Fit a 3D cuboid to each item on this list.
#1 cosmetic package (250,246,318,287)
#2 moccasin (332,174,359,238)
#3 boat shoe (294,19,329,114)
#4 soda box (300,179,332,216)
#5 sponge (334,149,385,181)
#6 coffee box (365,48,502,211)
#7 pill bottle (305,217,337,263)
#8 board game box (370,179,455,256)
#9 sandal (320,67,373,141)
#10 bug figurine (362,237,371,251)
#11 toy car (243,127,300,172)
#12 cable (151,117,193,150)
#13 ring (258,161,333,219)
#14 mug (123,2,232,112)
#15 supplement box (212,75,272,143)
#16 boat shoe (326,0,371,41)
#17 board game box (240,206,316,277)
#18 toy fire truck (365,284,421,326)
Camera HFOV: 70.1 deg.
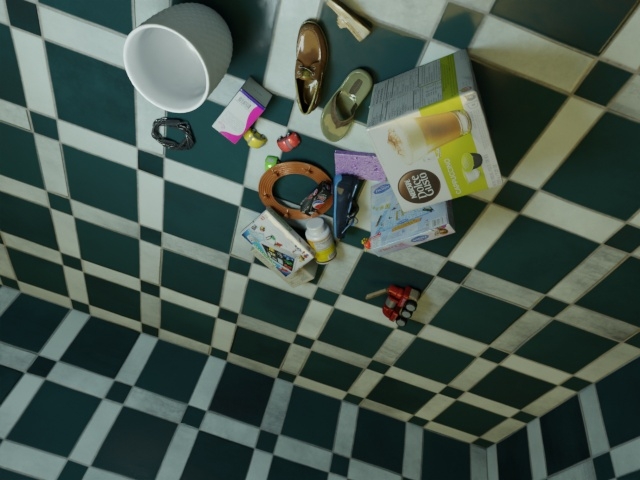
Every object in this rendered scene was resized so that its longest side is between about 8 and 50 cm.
[{"bbox_3d":[-0.176,0.084,2.257,0.160,0.113,0.309,-27,122,35],"label":"cosmetic package"},{"bbox_3d":[0.111,-0.127,1.940,0.116,0.138,0.342,-2,142,-2],"label":"moccasin"},{"bbox_3d":[-0.034,-0.582,1.568,0.110,0.105,0.308,7,135,10],"label":"boat shoe"},{"bbox_3d":[-0.018,-0.176,1.927,0.053,0.060,0.169,23,136,-27],"label":"soda box"},{"bbox_3d":[0.162,-0.300,1.839,0.209,0.031,0.117,7,135,10],"label":"sponge"},{"bbox_3d":[0.369,-0.354,1.496,0.334,0.338,0.338,-15,127,24],"label":"coffee box"},{"bbox_3d":[0.000,0.000,2.118,0.117,0.117,0.215,-2,132,18],"label":"pill bottle"},{"bbox_3d":[0.342,-0.126,1.751,0.318,0.318,0.066,-19,140,32],"label":"board game box"},{"bbox_3d":[0.081,-0.480,1.647,0.120,0.086,0.303,25,135,-8],"label":"sandal"},{"bbox_3d":[0.280,-0.048,1.929,0.216,0.279,0.072,-42,87,22],"label":"bug figurine"},{"bbox_3d":[-0.203,-0.349,1.882,0.238,0.053,0.225,10,135,8],"label":"toy car"},{"bbox_3d":[-0.624,-0.445,1.925,0.184,0.047,0.151,2,139,11],"label":"cable"},{"bbox_3d":[-0.104,-0.202,1.974,0.336,0.032,0.337,2,140,1],"label":"ring"},{"bbox_3d":[-0.474,-0.612,1.509,0.373,0.328,0.276,-10,130,25],"label":"mug"},{"bbox_3d":[-0.297,-0.490,1.730,0.111,0.114,0.220,37,131,-21],"label":"supplement box"},{"bbox_3d":[0.081,-0.699,1.450,0.170,0.063,0.059,34,127,-18],"label":"boat shoe"},{"bbox_3d":[-0.194,0.013,2.083,0.193,0.053,0.305,-37,106,28],"label":"board game box"},{"bbox_3d":[0.354,0.311,2.313,0.246,0.159,0.217,26,137,7],"label":"toy fire truck"}]
